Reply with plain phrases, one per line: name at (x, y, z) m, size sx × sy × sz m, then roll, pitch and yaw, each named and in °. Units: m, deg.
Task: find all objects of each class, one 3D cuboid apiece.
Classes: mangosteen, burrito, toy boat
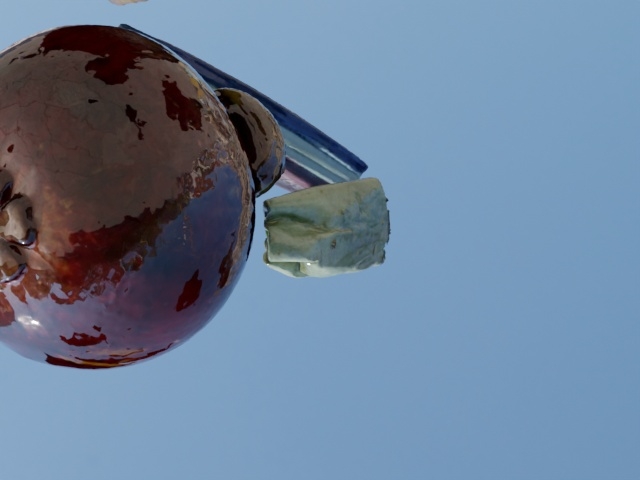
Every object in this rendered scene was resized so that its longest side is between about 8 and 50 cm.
mangosteen at (-0.122, -0.030, 1.164) m, size 0.215 × 0.215 × 0.257 m, roll 2°, pitch -170°, yaw 36°
burrito at (0.001, -0.003, 1.272) m, size 0.044 × 0.074 × 0.118 m, roll 21°, pitch -159°, yaw 35°
toy boat at (-0.064, -0.089, 1.380) m, size 0.080 × 0.229 × 0.046 m, roll -7°, pitch -119°, yaw 51°

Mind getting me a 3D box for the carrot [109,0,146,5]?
carrot at (-0.117, -0.306, 1.277) m, size 0.241 × 0.341 × 0.242 m, roll -10°, pitch -117°, yaw 20°
